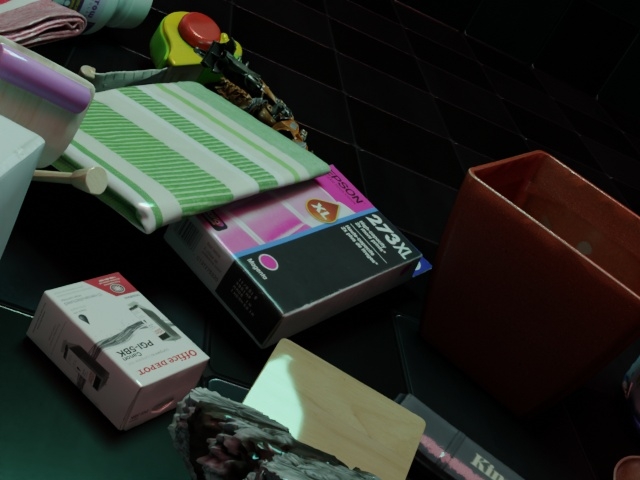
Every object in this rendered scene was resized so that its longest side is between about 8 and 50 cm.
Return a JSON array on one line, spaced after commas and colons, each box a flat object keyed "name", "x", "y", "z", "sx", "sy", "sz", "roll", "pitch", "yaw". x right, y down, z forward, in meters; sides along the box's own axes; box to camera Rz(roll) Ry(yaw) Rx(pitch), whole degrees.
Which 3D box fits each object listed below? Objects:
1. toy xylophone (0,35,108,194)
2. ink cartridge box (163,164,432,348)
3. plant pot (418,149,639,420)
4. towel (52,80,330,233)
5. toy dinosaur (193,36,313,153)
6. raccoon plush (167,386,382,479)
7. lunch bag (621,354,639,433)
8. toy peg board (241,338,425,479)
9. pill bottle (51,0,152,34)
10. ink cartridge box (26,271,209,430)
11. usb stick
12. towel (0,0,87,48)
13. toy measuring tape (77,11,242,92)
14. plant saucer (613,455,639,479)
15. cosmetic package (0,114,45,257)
[{"name": "toy xylophone", "x": -0.338, "y": -0.121, "z": 0.858, "sx": 0.322, "sy": 0.081, "sz": 0.236, "roll": 11, "pitch": -9, "yaw": 27}, {"name": "ink cartridge box", "x": 0.000, "y": 0.000, "z": 1.125, "sx": 0.176, "sy": 0.069, "sz": 0.371, "roll": 46, "pitch": 32, "yaw": 18}, {"name": "plant pot", "x": 0.282, "y": 0.065, "z": 1.181, "sx": 0.267, "sy": 0.236, "sz": 0.267, "roll": 40, "pitch": 29, "yaw": 20}, {"name": "towel", "x": -0.170, "y": -0.108, "z": 1.064, "sx": 0.247, "sy": 0.038, "sz": 0.324, "roll": 33, "pitch": 27, "yaw": 21}, {"name": "toy dinosaur", "x": -0.110, "y": -0.167, "z": 1.350, "sx": 0.218, "sy": 0.164, "sz": 0.322, "roll": 30, "pitch": -8, "yaw": -32}, {"name": "raccoon plush", "x": -0.011, "y": 0.295, "z": 0.579, "sx": 0.216, "sy": 0.299, "sz": 0.446, "roll": 23, "pitch": -5, "yaw": -18}, {"name": "lunch bag", "x": 0.526, "y": 0.246, "z": 1.270, "sx": 0.218, "sy": 0.090, "sz": 0.176, "roll": 28, "pitch": 25, "yaw": -4}, {"name": "toy peg board", "x": -0.009, "y": 0.202, "z": 0.849, "sx": 0.161, "sy": 0.079, "sz": 0.161, "roll": 30, "pitch": 42, "yaw": 2}, {"name": "pill bottle", "x": -0.406, "y": -0.400, "z": 1.391, "sx": 0.301, "sy": 0.169, "sz": 0.169, "roll": -3, "pitch": 40, "yaw": -47}, {"name": "ink cartridge box", "x": -0.185, "y": 0.098, "z": 0.854, "sx": 0.135, "sy": 0.056, "sz": 0.099, "roll": 39, "pitch": 27, "yaw": 20}, {"name": "usb stick", "x": 0.178, "y": 0.257, "z": 0.949, "sx": 0.278, "sy": 0.045, "sz": 0.077, "roll": 36, "pitch": 26, "yaw": 13}, {"name": "towel", "x": -0.475, "y": -0.303, "z": 1.095, "sx": 0.329, "sy": 0.037, "sz": 0.237, "roll": 33, "pitch": 37, "yaw": 22}, {"name": "toy measuring tape", "x": -0.253, "y": -0.292, "z": 1.426, "sx": 0.330, "sy": 0.121, "sz": 0.121, "roll": -17, "pitch": 52, "yaw": -46}, {"name": "plant saucer", "x": 0.413, "y": 0.334, "z": 1.061, "sx": 0.198, "sy": 0.036, "sz": 0.199, "roll": 23, "pitch": 27, "yaw": -12}, {"name": "cosmetic package", "x": -0.465, "y": -0.065, "z": 0.668, "sx": 0.453, "sy": 0.230, "sz": 0.161, "roll": 29, "pitch": 25, "yaw": -4}]
